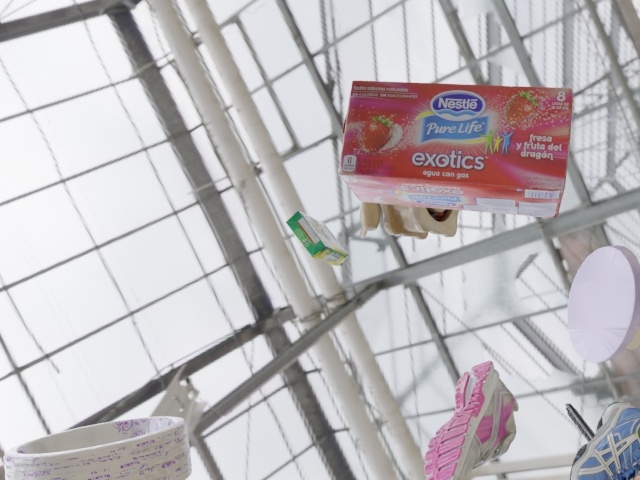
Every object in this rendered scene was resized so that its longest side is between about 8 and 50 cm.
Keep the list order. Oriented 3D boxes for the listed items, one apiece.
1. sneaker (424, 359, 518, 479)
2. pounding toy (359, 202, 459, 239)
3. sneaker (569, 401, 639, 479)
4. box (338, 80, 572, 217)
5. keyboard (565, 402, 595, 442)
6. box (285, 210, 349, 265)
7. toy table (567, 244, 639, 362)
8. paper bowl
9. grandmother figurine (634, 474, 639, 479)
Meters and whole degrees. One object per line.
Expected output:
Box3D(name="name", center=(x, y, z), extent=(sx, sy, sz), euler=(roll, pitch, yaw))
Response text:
Box3D(name="sneaker", center=(0.261, 0.323, 1.190), extent=(0.111, 0.103, 0.252), euler=(40, -122, -8))
Box3D(name="pounding toy", center=(0.149, -0.084, 1.400), extent=(0.269, 0.154, 0.154), euler=(9, -101, -55))
Box3D(name="sneaker", center=(0.447, 0.335, 1.101), extent=(0.080, 0.081, 0.211), euler=(50, -118, -24))
Box3D(name="box", center=(0.162, -0.108, 0.872), extent=(0.128, 0.256, 0.123), euler=(40, -123, -70))
Box3D(name="keyboard", center=(0.534, 0.397, 1.396), extent=(0.108, 0.023, 0.180), euler=(38, -163, -55))
Box3D(name="box", center=(0.000, 0.000, 1.578), extent=(0.105, 0.043, 0.179), euler=(52, -171, 19))
Box3D(name="toy table", center=(0.662, 0.134, 1.569), extent=(0.160, 0.274, 0.252), euler=(-6, -137, -23))
Box3D(name="paper bowl", center=(-0.348, 0.381, 1.163), extent=(0.284, 0.284, 0.148), euler=(-1, -98, -51))
Box3D(name="grandmother figurine", center=(0.597, 0.501, 1.460), extent=(0.207, 0.342, 0.104), euler=(-18, -108, -50))
